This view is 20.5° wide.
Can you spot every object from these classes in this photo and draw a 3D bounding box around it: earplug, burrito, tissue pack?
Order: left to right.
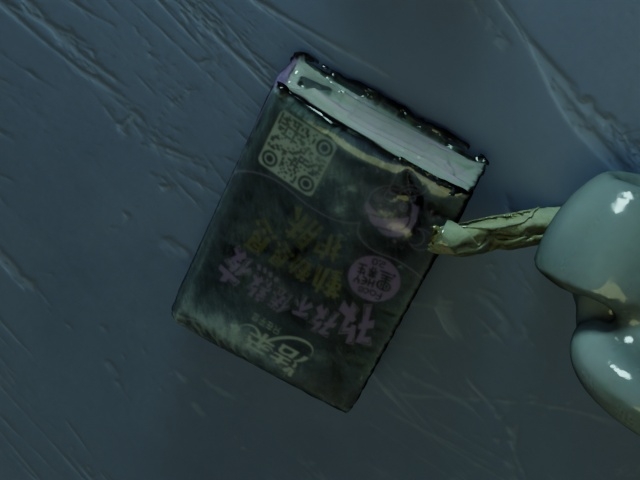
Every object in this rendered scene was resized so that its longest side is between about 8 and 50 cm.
[{"bbox_3d":[0.000,0.000,2.034,0.259,0.122,0.361,29,125,4],"label":"tissue pack"},{"bbox_3d":[0.198,-0.007,1.942,0.041,0.185,0.045,63,147,28],"label":"burrito"},{"bbox_3d":[0.350,0.083,1.877,0.175,0.214,0.326,-31,74,34],"label":"earplug"}]
